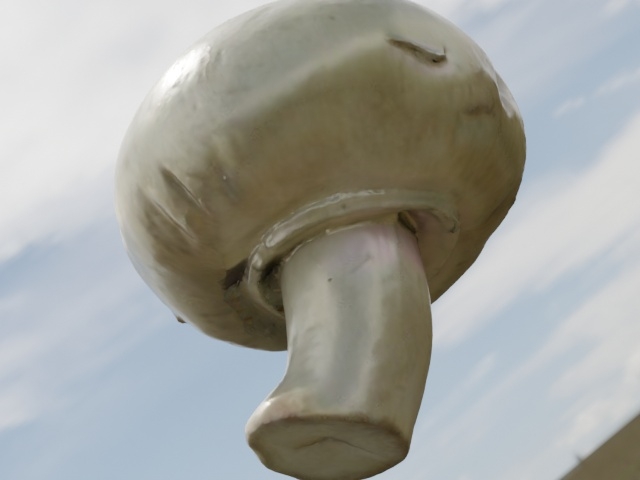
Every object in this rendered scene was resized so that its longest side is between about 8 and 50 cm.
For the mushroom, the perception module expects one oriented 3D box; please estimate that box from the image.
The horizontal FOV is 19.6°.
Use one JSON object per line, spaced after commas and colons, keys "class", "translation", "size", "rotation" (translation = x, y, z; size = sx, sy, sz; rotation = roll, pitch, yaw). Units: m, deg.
{"class": "mushroom", "translation": [-0.016, -0.018, 1.385], "size": [0.356, 0.315, 0.315], "rotation": [-62, -9, -9]}
